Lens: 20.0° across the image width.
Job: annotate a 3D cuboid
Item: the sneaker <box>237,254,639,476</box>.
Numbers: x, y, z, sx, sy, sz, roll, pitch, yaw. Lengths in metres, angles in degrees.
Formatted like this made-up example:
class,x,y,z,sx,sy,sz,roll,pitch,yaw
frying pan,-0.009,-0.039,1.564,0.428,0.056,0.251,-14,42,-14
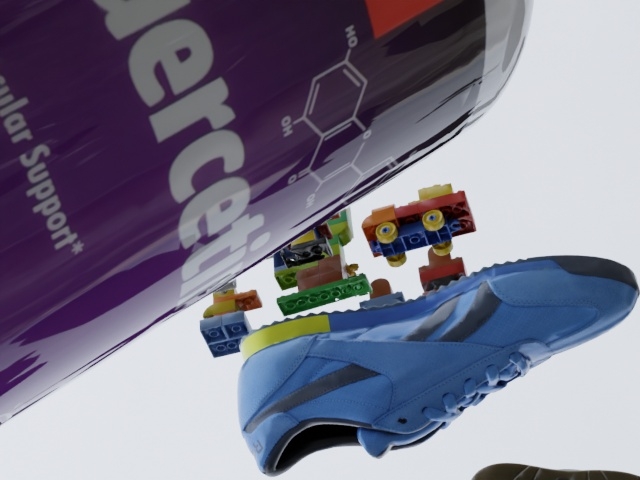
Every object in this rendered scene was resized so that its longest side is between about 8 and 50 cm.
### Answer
class,x,y,z,sx,sy,sz,roll,pitch,yaw
sneaker,0.060,0.067,0.897,0.069,0.209,0.082,57,-160,-56

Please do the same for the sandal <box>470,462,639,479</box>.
class,x,y,z,sx,sy,sz,roll,pitch,yaw
sandal,0.201,0.212,1.389,0.049,0.180,0.072,51,-128,-57

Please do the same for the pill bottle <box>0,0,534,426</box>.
class,x,y,z,sx,sy,sz,roll,pitch,yaw
pill bottle,-0.065,-0.070,0.536,0.323,0.181,0.181,-33,-85,-24

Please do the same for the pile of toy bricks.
class,x,y,z,sx,sy,sz,roll,pitch,yaw
pile of toy bricks,0.000,0.000,1.221,0.118,0.212,0.105,67,-168,-45
